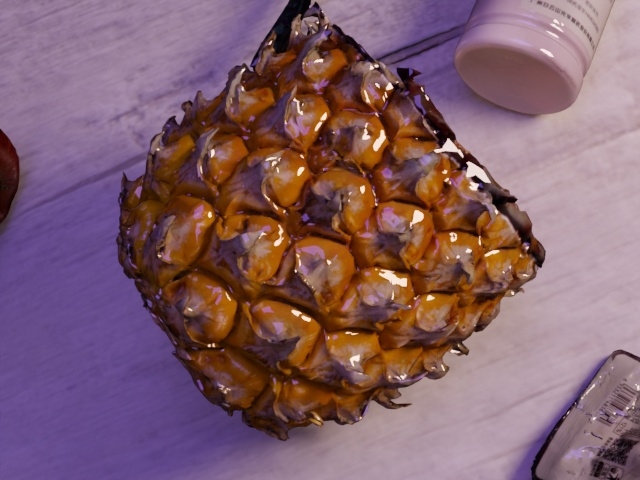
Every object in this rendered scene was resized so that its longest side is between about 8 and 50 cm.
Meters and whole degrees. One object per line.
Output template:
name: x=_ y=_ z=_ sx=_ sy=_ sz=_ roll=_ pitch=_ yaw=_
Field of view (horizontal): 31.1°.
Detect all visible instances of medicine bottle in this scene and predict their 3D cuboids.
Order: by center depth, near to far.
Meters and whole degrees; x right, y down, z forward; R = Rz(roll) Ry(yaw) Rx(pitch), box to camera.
medicine bottle: x=0.236 y=-0.264 z=1.170 sx=0.133 sy=0.133 sz=0.249 roll=16 pitch=70 yaw=19

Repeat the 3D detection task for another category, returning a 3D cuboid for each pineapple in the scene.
pineapple: x=-0.002 y=-0.002 z=1.006 sx=0.300 sy=0.352 sz=0.352 roll=-38 pitch=63 yaw=5

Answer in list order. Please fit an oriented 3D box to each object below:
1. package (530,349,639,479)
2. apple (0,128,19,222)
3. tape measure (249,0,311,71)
package: x=0.304 y=0.181 z=0.954 sx=0.154 sy=0.030 sz=0.239 roll=-45 pitch=38 yaw=-22
apple: x=-0.420 y=-0.072 z=1.223 sx=0.158 sy=0.147 sz=0.156 roll=11 pitch=90 yaw=18
tape measure: x=-0.062 y=-0.341 z=1.287 sx=0.215 sy=0.098 sz=0.351 roll=22 pitch=70 yaw=19
